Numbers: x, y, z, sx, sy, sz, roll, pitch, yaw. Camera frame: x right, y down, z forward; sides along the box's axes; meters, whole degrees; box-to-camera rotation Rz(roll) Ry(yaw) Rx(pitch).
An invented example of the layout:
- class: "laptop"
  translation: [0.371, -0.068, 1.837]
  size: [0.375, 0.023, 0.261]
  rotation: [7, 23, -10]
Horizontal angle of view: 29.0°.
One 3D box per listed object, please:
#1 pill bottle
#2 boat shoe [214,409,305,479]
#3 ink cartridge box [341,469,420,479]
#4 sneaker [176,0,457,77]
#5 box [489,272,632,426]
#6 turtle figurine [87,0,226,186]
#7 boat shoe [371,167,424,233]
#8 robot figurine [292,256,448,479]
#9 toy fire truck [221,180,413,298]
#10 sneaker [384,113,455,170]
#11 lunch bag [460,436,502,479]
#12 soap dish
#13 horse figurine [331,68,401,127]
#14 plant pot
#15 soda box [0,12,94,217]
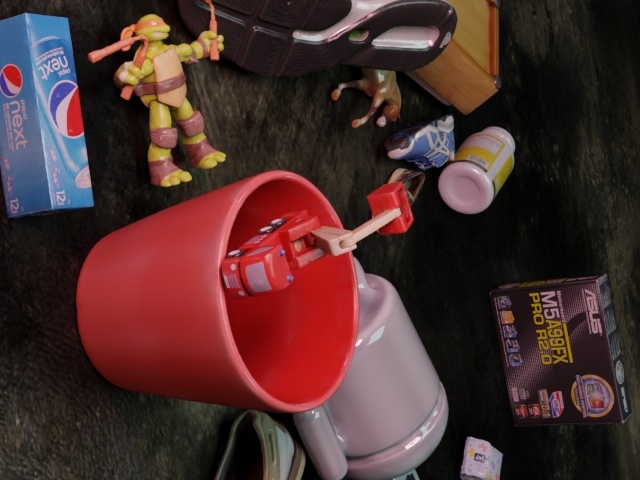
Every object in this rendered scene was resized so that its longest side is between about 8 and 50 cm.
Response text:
- class: "pill bottle"
  translation: [0.288, -0.132, 2.226]
  size: [0.184, 0.103, 0.103]
  rotation: [-50, 124, -49]
- class: "boat shoe"
  translation: [-0.102, 0.347, 1.522]
  size: [0.103, 0.113, 0.302]
  rotation: [55, 31, -34]
- class: "ink cartridge box"
  translation: [0.096, 0.393, 1.843]
  size: [0.127, 0.072, 0.175]
  rotation: [-54, 127, -48]
- class: "sneaker"
  translation: [-0.039, -0.371, 1.766]
  size: [0.447, 0.169, 0.257]
  rotation: [1, 43, -37]
- class: "box"
  translation: [0.443, 0.205, 2.289]
  size: [0.060, 0.216, 0.270]
  rotation: [-22, 102, -56]
- class: "turtle figurine"
  translation: [-0.196, -0.180, 1.501]
  size: [0.269, 0.087, 0.217]
  rotation: [-43, 126, -58]
- class: "boat shoe"
  translation: [0.127, -0.069, 2.012]
  size: [0.056, 0.049, 0.152]
  rotation: [60, 39, -31]
- class: "robot figurine"
  translation: [0.052, 0.186, 1.700]
  size: [0.300, 0.199, 0.354]
  rotation: [-53, 126, -42]
- class: "toy fire truck"
  translation: [0.000, 0.000, 1.269]
  size: [0.192, 0.135, 0.047]
  rotation: [-39, 116, -53]
- class: "sneaker"
  translation: [0.178, -0.159, 2.083]
  size: [0.211, 0.080, 0.081]
  rotation: [-23, 100, -55]
- class: "lunch bag"
  translation: [0.276, 0.388, 2.144]
  size: [0.083, 0.053, 0.071]
  rotation: [40, 49, -35]
- class: "soap dish"
  translation: [0.213, -0.378, 2.146]
  size: [0.291, 0.118, 0.229]
  rotation: [29, 59, -54]
- class: "horse figurine"
  translation: [0.069, -0.295, 1.958]
  size: [0.174, 0.066, 0.263]
  rotation: [-31, 112, -49]
- class: "plant pot"
  translation: [-0.125, 0.070, 1.412]
  size: [0.275, 0.243, 0.275]
  rotation: [19, 66, -54]
- class: "soda box"
  translation: [-0.305, -0.133, 1.335]
  size: [0.067, 0.071, 0.210]
  rotation: [-9, 90, -57]
